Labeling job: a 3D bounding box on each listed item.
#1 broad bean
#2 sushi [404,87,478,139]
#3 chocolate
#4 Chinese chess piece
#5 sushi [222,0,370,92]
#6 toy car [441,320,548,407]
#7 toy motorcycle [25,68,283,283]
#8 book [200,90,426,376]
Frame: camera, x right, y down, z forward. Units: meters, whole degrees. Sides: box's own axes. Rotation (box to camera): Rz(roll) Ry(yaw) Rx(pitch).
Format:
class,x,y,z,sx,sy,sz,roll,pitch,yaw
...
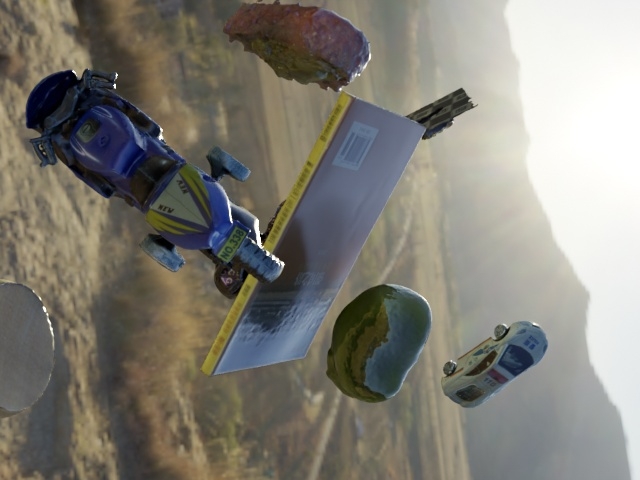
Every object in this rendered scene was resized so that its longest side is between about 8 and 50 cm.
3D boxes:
class,x,y,z,sx,sy,sz,roll,pitch,yaw
broad bean,0.075,0.138,1.299,0.082,0.124,0.175,-95,-160,-72
sushi,0.135,-0.152,1.398,0.031,0.201,0.139,61,12,-18
chocolate,-0.077,0.008,1.207,0.072,0.147,0.070,15,-44,55
Chinese chess piece,-0.579,0.192,1.720,0.249,0.103,0.250,-8,90,-68
sushi,-0.034,-0.335,1.624,0.108,0.241,0.161,-65,-168,-15
toy car,0.294,0.211,1.636,0.095,0.205,0.056,36,30,-25
toy motorcycle,-0.151,-0.060,0.818,0.315,0.113,0.169,35,-2,40
book,0.000,0.000,1.230,0.374,0.028,0.262,-62,159,10
